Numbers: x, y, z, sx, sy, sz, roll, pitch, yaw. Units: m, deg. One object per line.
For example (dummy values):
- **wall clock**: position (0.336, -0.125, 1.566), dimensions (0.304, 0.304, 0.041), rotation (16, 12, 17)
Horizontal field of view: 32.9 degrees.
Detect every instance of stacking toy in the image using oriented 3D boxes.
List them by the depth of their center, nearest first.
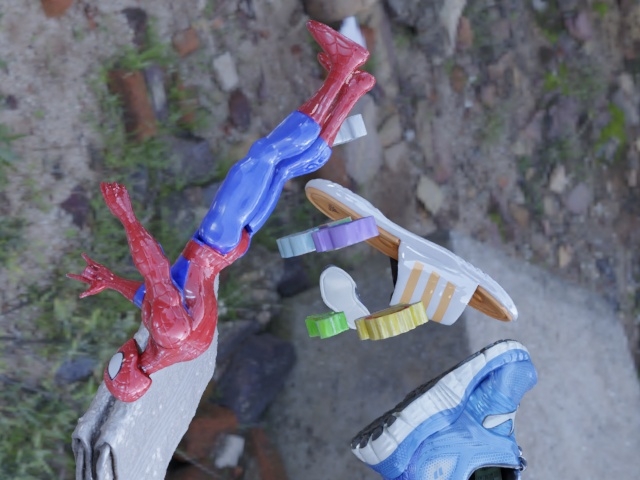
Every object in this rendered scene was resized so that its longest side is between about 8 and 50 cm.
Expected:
- **stacking toy**: position (0.000, 0.000, 0.893), dimensions (0.052, 0.221, 0.167), rotation (-18, 91, -22)

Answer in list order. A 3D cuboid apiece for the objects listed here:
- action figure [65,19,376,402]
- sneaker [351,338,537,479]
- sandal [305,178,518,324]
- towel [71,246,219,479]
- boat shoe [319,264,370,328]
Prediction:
- **action figure**: position (-0.090, -0.029, 0.742), dimensions (0.280, 0.139, 0.091), rotation (-60, 166, -7)
- **sneaker**: position (0.165, 0.220, 1.227), dimensions (0.330, 0.130, 0.147), rotation (-25, 80, -52)
- **sandal**: position (0.082, 0.032, 1.155), dimensions (0.076, 0.265, 0.102), rotation (-56, 169, -12)
- **towel**: position (-0.157, 0.145, 1.046), dimensions (0.282, 0.049, 0.187), rotation (-66, 169, -44)
- **boat shoe**: position (0.028, 0.067, 1.406), dimensions (0.046, 0.038, 0.125), rotation (-34, 135, 5)
